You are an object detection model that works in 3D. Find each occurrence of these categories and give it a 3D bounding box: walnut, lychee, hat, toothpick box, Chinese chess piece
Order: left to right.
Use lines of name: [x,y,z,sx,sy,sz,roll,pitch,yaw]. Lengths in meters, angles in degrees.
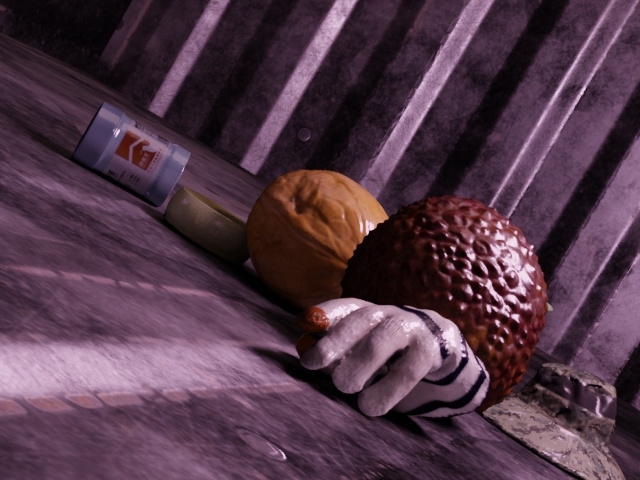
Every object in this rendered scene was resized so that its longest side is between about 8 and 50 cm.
toothpick box: [-0.288,-0.131,1.904,0.153,0.101,0.101,29,4,-13]
Chinese chess piece: [-0.158,-0.020,1.814,0.144,0.058,0.144,32,4,-3]
walnut: [0.000,0.000,1.723,0.193,0.193,0.226,27,1,-41]
lychee: [0.154,0.078,1.524,0.260,0.260,0.260,30,4,-2]
hat: [0.351,0.244,1.785,0.265,0.128,0.265,28,2,-1]

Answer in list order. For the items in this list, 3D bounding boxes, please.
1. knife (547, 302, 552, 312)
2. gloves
knife: [0.279,0.070,2.033,0.293,0.020,0.043,24,12,-31]
gloves: [0.070,0.117,1.327,0.219,0.131,0.140,39,-3,-30]
